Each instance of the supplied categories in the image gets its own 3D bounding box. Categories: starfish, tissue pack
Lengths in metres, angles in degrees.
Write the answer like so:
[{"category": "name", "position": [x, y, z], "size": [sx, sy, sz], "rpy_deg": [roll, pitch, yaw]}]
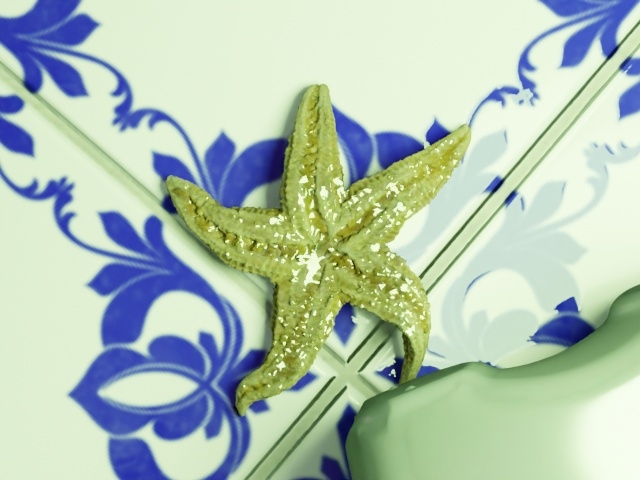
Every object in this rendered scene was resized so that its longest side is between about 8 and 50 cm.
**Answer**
[{"category": "starfish", "position": [0.000, 0.000, 1.288], "size": [0.236, 0.062, 0.277], "rpy_deg": [39, 89, 5]}, {"category": "tissue pack", "position": [0.199, 0.166, 1.195], "size": [0.333, 0.229, 0.236], "rpy_deg": [-23, 86, -5]}]
